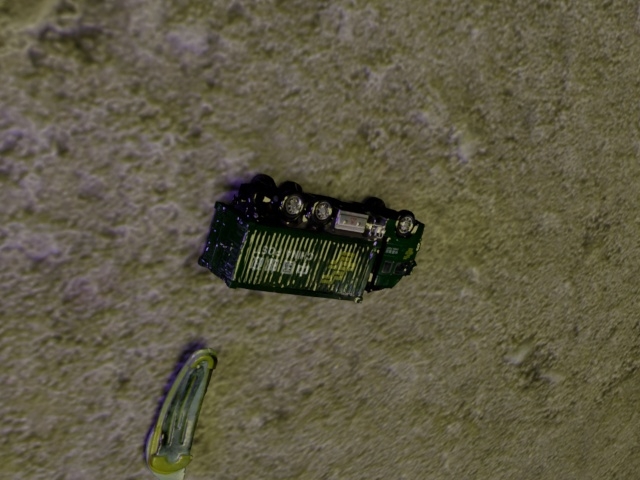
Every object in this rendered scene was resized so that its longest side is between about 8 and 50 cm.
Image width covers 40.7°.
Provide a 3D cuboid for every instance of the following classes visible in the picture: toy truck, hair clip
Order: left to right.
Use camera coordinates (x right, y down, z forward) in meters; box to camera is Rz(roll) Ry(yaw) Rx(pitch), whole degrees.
[{"bbox_3d":[-0.167,0.208,1.028,0.060,0.033,0.188,9,108,-36],"label":"hair clip"},{"bbox_3d":[0.000,0.000,1.018,0.259,0.088,0.121,8,105,-37],"label":"toy truck"}]
